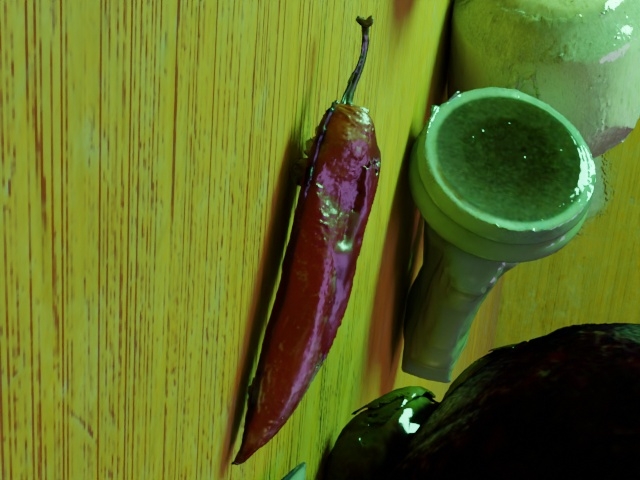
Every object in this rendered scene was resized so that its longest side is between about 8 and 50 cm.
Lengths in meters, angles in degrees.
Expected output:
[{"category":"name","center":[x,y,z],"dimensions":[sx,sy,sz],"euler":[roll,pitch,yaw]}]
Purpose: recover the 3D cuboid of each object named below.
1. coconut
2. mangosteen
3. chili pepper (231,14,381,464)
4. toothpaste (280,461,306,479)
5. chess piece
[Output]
[{"category":"coconut","center":[0.233,-0.173,1.421],"dimensions":[0.224,0.224,0.234],"euler":[-65,160,-54]},{"category":"mangosteen","center":[0.181,0.245,1.041],"dimensions":[0.381,0.421,0.381],"euler":[4,90,-69]},{"category":"chili pepper","center":[0.000,0.000,0.795],"dimensions":[0.059,0.050,0.268],"euler":[123,-19,-76]},{"category":"toothpaste","center":[-0.034,0.174,0.819],"dimensions":[0.197,0.035,0.057],"euler":[-18,126,-81]},{"category":"chess piece","center":[0.144,0.004,1.361],"dimensions":[0.298,0.176,0.176],"euler":[108,0,-54]}]
